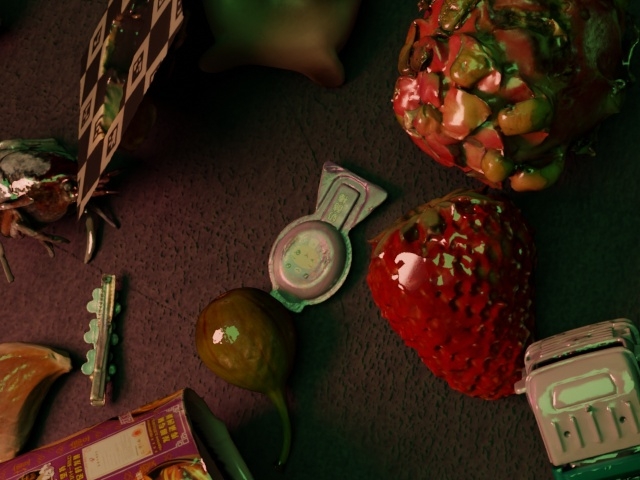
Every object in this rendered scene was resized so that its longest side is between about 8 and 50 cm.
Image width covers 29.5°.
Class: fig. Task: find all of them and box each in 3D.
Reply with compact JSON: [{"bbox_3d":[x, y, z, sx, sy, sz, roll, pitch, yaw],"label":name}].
[{"bbox_3d":[-0.073,0.173,1.493,0.124,0.124,0.236,-20,92,13],"label":"fig"}]

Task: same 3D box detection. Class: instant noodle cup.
[{"bbox_3d":[-0.208,0.341,1.402,0.266,0.340,0.339,-29,75,2],"label":"instant noodle cup"}]

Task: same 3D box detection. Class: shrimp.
[{"bbox_3d":[-0.433,-0.053,1.606,0.411,0.166,0.221,5,56,12],"label":"shrimp"}]

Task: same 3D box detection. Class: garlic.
[{"bbox_3d":[-0.409,0.226,1.593,0.129,0.090,0.198,18,83,6],"label":"garlic"}]

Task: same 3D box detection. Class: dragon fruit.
[{"bbox_3d":[0.213,-0.183,1.357,0.269,0.250,0.291,15,49,15],"label":"dragon fruit"}]

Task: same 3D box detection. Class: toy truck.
[{"bbox_3d":[0.327,0.273,1.295,0.177,0.178,0.363,-17,90,15],"label":"toy truck"}]

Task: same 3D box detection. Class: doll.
[{"bbox_3d":[-0.042,-0.395,1.504,0.215,0.226,0.370,4,77,-18],"label":"doll"}]

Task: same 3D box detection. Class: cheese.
[{"bbox_3d":[0.000,0.000,1.522,0.105,0.042,0.190,28,89,17],"label":"cheese"}]

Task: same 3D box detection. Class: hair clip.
[{"bbox_3d":[-0.288,0.130,1.590,0.049,0.049,0.172,0,77,17],"label":"hair clip"}]

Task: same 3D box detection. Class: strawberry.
[{"bbox_3d":[0.169,0.069,1.409,0.205,0.205,0.244,-23,98,12],"label":"strawberry"}]

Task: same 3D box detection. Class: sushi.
[{"bbox_3d":[-0.206,-0.231,1.481,0.320,0.069,0.339,-55,29,34],"label":"sushi"}]

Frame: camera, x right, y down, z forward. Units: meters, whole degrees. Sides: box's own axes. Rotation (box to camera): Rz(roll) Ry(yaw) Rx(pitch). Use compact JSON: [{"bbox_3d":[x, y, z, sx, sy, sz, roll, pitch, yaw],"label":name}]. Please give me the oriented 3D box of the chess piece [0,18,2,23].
[{"bbox_3d":[-0.586,-0.241,1.645,0.176,0.176,0.298,35,84,18],"label":"chess piece"}]
